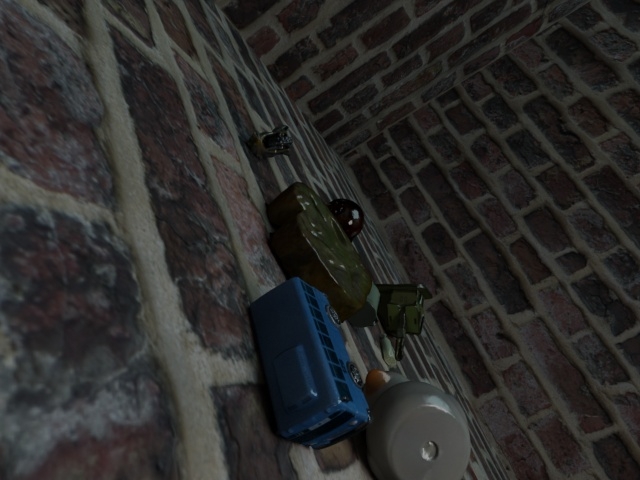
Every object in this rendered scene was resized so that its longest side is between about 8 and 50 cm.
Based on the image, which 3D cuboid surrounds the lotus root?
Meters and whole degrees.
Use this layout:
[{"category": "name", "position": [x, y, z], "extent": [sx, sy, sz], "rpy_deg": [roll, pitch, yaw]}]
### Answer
[{"category": "lotus root", "position": [0.011, 0.032, 1.041], "extent": [0.375, 0.111, 0.390], "rpy_deg": [41, 22, -45]}]

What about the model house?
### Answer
[{"category": "model house", "position": [0.306, 0.316, 1.517], "extent": [0.218, 0.205, 0.278], "rpy_deg": [35, 57, -57]}]

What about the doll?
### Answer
[{"category": "doll", "position": [0.172, 0.375, 0.816], "extent": [0.250, 0.221, 0.221], "rpy_deg": [56, 13, -2]}]

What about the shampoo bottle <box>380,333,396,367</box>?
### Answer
[{"category": "shampoo bottle", "position": [0.221, 0.355, 1.327], "extent": [0.049, 0.034, 0.141], "rpy_deg": [49, 14, -18]}]

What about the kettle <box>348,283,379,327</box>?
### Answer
[{"category": "kettle", "position": [0.119, 0.180, 1.199], "extent": [0.126, 0.098, 0.148], "rpy_deg": [63, 16, -9]}]

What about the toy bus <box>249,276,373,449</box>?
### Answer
[{"category": "toy bus", "position": [-0.022, 0.186, 0.626], "extent": [0.133, 0.116, 0.233], "rpy_deg": [43, 19, -49]}]

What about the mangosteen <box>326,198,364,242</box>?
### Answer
[{"category": "mangosteen", "position": [0.082, -0.061, 1.461], "extent": [0.172, 0.173, 0.183], "rpy_deg": [-94, 170, -62]}]

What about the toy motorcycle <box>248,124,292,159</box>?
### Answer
[{"category": "toy motorcycle", "position": [-0.152, -0.298, 1.232], "extent": [0.229, 0.130, 0.093], "rpy_deg": [-120, -160, -79]}]
